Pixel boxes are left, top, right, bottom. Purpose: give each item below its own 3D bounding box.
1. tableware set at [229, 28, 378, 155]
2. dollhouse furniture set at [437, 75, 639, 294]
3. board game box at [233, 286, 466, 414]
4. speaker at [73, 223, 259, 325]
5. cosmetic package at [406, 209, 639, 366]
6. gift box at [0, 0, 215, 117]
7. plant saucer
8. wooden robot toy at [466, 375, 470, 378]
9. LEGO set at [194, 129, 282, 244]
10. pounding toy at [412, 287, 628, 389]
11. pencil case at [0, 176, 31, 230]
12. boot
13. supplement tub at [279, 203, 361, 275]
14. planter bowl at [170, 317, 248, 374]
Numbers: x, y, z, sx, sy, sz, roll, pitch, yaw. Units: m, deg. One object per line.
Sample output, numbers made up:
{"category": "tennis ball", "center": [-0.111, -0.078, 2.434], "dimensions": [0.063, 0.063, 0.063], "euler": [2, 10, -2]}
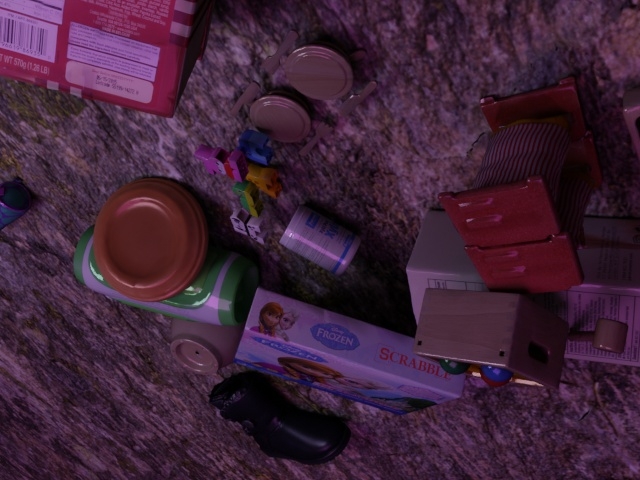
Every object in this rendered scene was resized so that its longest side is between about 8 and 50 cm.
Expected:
{"category": "tableware set", "center": [-0.025, -0.196, 0.963], "dimensions": [0.128, 0.039, 0.194], "euler": [28, 144, -18]}
{"category": "dollhouse furniture set", "center": [0.340, -0.080, 0.772], "dimensions": [0.373, 0.201, 0.152], "euler": [-10, 126, 34]}
{"category": "board game box", "center": [0.028, 0.187, 1.164], "dimensions": [0.318, 0.066, 0.318], "euler": [18, 160, -3]}
{"category": "speaker", "center": [-0.260, 0.056, 1.253], "dimensions": [0.296, 0.131, 0.131], "euler": [13, 135, 15]}
{"category": "cosmetic package", "center": [0.279, 0.058, 0.988], "dimensions": [0.296, 0.129, 0.153], "euler": [5, 135, 22]}
{"category": "gift box", "center": [-0.235, -0.288, 0.785], "dimensions": [0.255, 0.258, 0.276], "euler": [18, 124, -10]}
{"category": "plant saucer", "center": [-0.276, -0.002, 1.177], "dimensions": [0.199, 0.200, 0.037], "euler": [13, 179, 15]}
{"category": "wooden robot toy", "center": [0.242, 0.187, 1.166], "dimensions": [0.076, 0.079, 0.173], "euler": [27, 138, 1]}
{"category": "LEGO set", "center": [-0.119, -0.095, 1.063], "dimensions": [0.093, 0.087, 0.227], "euler": [21, 156, 16]}
{"category": "pounding toy", "center": [0.246, 0.129, 0.861], "dimensions": [0.206, 0.094, 0.181], "euler": [1, 161, 44]}
{"category": "pencil case", "center": [-0.589, -0.058, 1.353], "dimensions": [0.070, 0.065, 0.151], "euler": [35, 139, -32]}
{"category": "boot", "center": [-0.088, 0.350, 1.473], "dimensions": [0.246, 0.094, 0.207], "euler": [-12, 128, 42]}
{"category": "supplement tub", "center": [0.000, 0.000, 1.113], "dimensions": [0.107, 0.071, 0.071], "euler": [29, 137, -3]}
{"category": "planter bowl", "center": [-0.207, 0.175, 1.355], "dimensions": [0.162, 0.109, 0.162], "euler": [13, 135, 14]}
